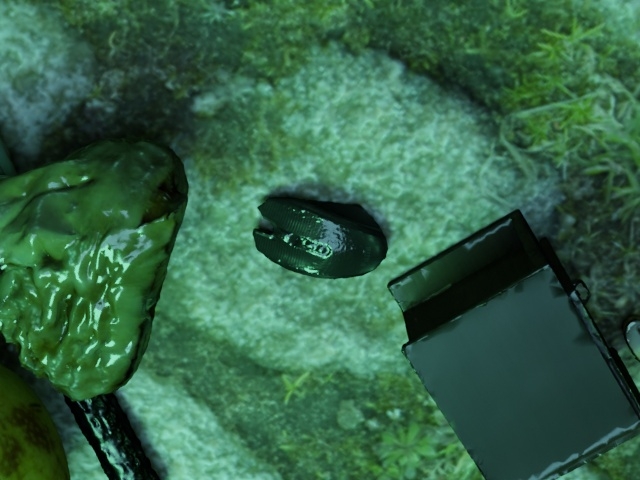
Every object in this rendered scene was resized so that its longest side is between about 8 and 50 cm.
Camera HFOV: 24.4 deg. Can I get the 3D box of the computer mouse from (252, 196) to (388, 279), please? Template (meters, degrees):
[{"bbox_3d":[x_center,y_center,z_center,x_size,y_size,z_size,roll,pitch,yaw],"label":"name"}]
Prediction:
[{"bbox_3d":[0.000,0.000,1.430,0.135,0.047,0.079,16,107,-6],"label":"computer mouse"}]

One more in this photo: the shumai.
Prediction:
[{"bbox_3d":[-0.238,0.010,1.336,0.218,0.189,0.256,11,116,-15],"label":"shumai"}]

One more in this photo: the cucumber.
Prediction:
[{"bbox_3d":[-0.214,0.190,1.488,0.053,0.053,0.181,-24,107,6],"label":"cucumber"}]

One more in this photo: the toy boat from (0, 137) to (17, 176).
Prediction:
[{"bbox_3d":[-0.349,-0.045,1.392,0.134,0.079,0.207,-9,121,-2],"label":"toy boat"}]

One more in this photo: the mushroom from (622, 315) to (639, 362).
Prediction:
[{"bbox_3d":[0.345,0.110,1.500,0.101,0.019,0.049,36,105,-16],"label":"mushroom"}]

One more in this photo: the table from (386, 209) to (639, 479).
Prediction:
[{"bbox_3d":[0.189,0.104,1.412,0.172,0.169,0.193,-31,107,8],"label":"table"}]

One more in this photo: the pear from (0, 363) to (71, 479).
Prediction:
[{"bbox_3d":[-0.359,0.237,1.383,0.281,0.280,0.280,-1,110,-2],"label":"pear"}]
